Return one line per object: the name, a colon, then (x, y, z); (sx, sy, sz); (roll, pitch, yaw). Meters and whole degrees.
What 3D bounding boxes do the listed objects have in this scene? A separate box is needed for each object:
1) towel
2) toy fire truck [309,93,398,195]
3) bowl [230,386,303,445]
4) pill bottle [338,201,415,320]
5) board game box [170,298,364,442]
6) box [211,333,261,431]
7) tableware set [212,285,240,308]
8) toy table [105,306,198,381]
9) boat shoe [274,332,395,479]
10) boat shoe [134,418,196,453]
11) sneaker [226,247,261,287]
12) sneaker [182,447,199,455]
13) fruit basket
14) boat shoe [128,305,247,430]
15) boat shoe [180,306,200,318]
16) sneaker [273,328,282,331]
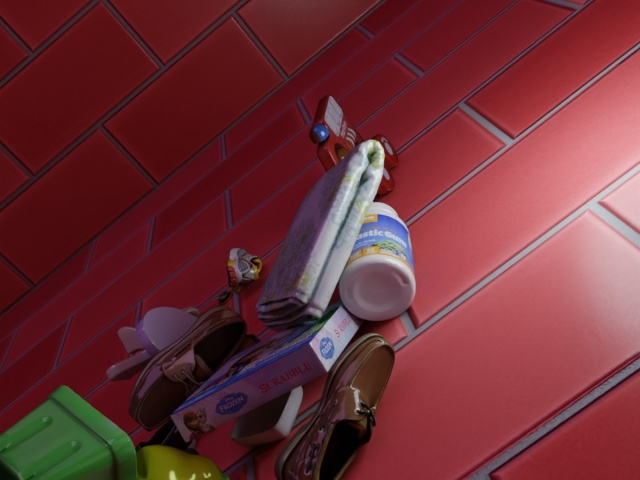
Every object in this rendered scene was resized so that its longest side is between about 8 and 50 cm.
towel: (0.000, 0.000, 1.638); (0.375, 0.090, 0.320); (-67, 13, -16)
toy fire truck: (0.060, -0.222, 2.069); (0.169, 0.254, 0.302); (-30, 25, 26)
bowl: (-0.097, 0.340, 1.557); (0.142, 0.053, 0.142); (-23, 29, 37)
pill bottle: (0.115, 0.031, 1.653); (0.152, 0.152, 0.272); (-33, 25, 20)
board game box: (-0.090, 0.239, 1.550); (0.318, 0.066, 0.318); (-29, 3, 18)
box: (-0.217, 0.315, 1.789); (0.087, 0.058, 0.232); (-11, 36, 51)
tableware set: (-0.275, 0.180, 2.175); (0.154, 0.024, 0.104); (-51, 24, -23)
toy table: (-0.380, 0.274, 1.913); (0.161, 0.274, 0.252); (-41, 56, 17)
boat shoe: (0.051, 0.301, 1.342); (0.104, 0.110, 0.307); (9, 63, 57)
boat shoe: (-0.381, 0.465, 1.694); (0.233, 0.079, 0.084); (-34, 29, -15)
sneaker: (-0.207, 0.076, 2.203); (0.092, 0.088, 0.225); (-6, 16, -3)
sneaker: (-0.355, 0.486, 1.598); (0.229, 0.132, 0.086); (-49, 24, -17)
fruit basket: (-0.369, 0.456, 1.434); (0.283, 0.392, 0.392); (22, 63, 39)
boat shoe: (-0.284, 0.273, 1.739); (0.324, 0.122, 0.120); (-51, 26, -20)
boat shoe: (-0.410, 0.240, 2.241); (0.170, 0.063, 0.059); (-27, 22, 9)
sneaker: (-0.039, 0.106, 1.844); (0.126, 0.091, 0.240); (-19, 30, 41)
